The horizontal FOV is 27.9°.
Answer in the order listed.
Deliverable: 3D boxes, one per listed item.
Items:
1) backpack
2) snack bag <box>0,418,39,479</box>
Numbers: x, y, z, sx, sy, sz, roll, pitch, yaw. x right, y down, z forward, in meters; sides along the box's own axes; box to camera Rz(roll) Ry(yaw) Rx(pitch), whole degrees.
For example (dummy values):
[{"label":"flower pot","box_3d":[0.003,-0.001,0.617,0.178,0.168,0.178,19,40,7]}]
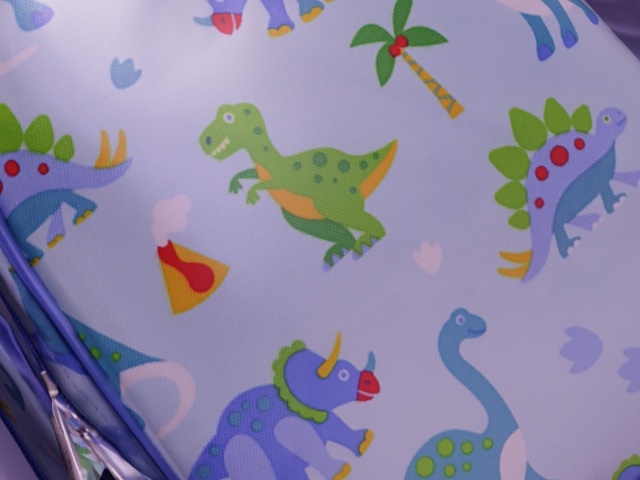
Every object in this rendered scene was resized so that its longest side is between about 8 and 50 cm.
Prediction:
[{"label":"backpack","box_3d":[0.000,0.000,0.467,0.290,0.273,0.355,-38,77,-11]},{"label":"snack bag","box_3d":[-0.026,0.061,0.590,0.323,0.037,0.342,-37,86,-33]}]
